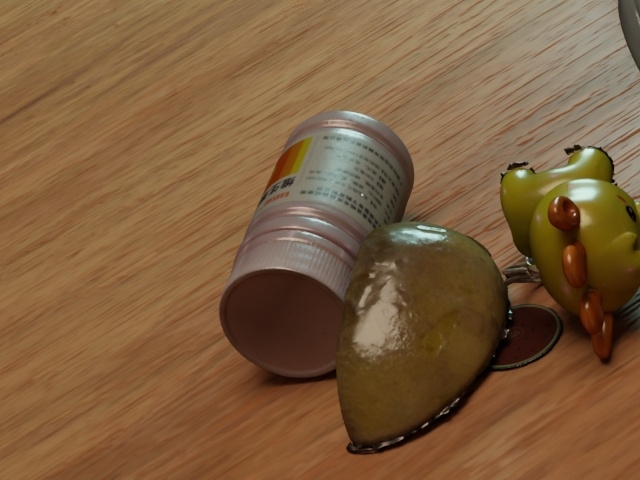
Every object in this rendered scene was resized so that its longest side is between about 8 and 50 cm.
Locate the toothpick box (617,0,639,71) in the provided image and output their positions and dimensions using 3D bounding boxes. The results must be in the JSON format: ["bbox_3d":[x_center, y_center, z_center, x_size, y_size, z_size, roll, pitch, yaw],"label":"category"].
[{"bbox_3d":[0.453,-0.214,1.548,0.355,0.263,0.263,-39,21,31],"label":"toothpick box"}]

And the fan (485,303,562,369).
[{"bbox_3d":[0.155,0.071,1.630,0.085,0.005,0.133,-28,31,-6],"label":"fan"}]

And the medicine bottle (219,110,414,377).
[{"bbox_3d":[0.000,0.000,1.726,0.133,0.133,0.249,-9,34,23],"label":"medicine bottle"}]

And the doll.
[{"bbox_3d":[0.211,0.000,1.585,0.135,0.143,0.221,-15,24,11],"label":"doll"}]

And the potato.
[{"bbox_3d":[0.087,0.049,1.608,0.120,0.100,0.261,-13,32,29],"label":"potato"}]
